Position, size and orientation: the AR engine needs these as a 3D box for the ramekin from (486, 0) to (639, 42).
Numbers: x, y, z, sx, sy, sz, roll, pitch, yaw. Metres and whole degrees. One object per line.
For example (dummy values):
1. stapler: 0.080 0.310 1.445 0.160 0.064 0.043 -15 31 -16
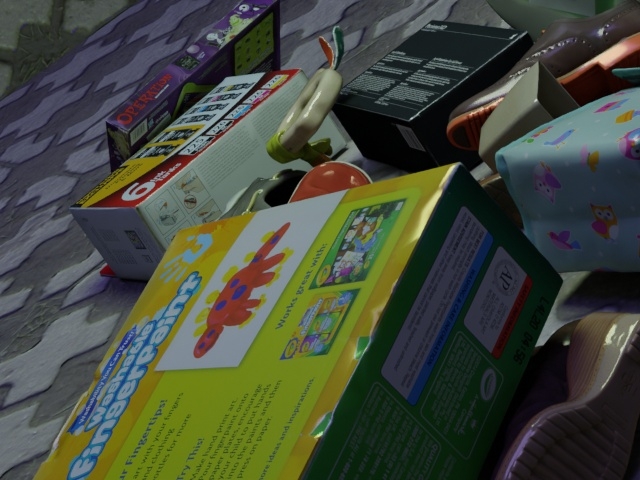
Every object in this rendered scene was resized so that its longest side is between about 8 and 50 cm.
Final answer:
1. ramekin: 0.317 -0.357 2.095 0.303 0.303 0.148 -8 38 48

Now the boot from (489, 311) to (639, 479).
1. boot: 0.168 0.163 1.450 0.248 0.090 0.207 -49 13 -31

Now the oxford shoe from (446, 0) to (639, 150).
1. oxford shoe: 0.261 -0.186 2.012 0.271 0.097 0.098 -23 57 0

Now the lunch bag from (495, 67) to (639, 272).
1. lunch bag: 0.333 -0.082 1.633 0.262 0.160 0.223 -29 14 -27

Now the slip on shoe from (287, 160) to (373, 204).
1. slip on shoe: 0.000 0.000 1.939 0.123 0.101 0.331 5 34 10

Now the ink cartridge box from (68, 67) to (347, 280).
1. ink cartridge box: -0.168 -0.086 2.387 0.309 0.130 0.272 -42 22 -25

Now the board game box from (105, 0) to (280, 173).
1. board game box: -0.176 -0.189 2.553 0.056 0.208 0.347 26 52 26

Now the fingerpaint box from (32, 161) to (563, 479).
1. fingerpaint box: -0.053 0.178 1.443 0.371 0.163 0.445 -13 40 46

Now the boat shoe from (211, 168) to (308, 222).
1. boat shoe: -0.067 -0.002 2.080 0.091 0.109 0.305 -29 16 20

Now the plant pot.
1. plant pot: 0.231 -0.109 1.917 0.096 0.109 0.109 -36 19 25

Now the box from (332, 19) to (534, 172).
1. box: 0.148 -0.176 2.184 0.184 0.103 0.261 -40 21 -11

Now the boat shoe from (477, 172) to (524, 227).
1. boat shoe: 0.182 -0.043 1.883 0.178 0.064 0.060 -25 23 24

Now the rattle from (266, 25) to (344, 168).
1. rattle: 0.028 -0.155 2.177 0.200 0.142 0.130 -64 -2 -48
